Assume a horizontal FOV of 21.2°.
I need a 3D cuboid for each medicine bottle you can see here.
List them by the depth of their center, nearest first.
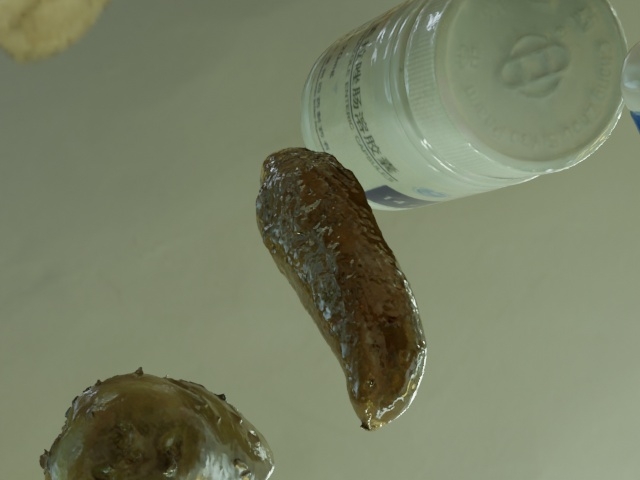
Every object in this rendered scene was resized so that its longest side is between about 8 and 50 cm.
[{"bbox_3d":[0.123,-0.135,1.562,0.190,0.190,0.332,-23,-177,-21],"label":"medicine bottle"}]

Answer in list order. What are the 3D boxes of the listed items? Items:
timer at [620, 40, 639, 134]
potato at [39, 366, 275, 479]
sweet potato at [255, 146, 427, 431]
[{"bbox_3d":[0.317,-0.106,1.109,0.253,0.178,0.078,-41,-156,-26],"label":"timer"},{"bbox_3d":[-0.094,0.139,1.143,0.172,0.100,0.089,-16,-165,-30],"label":"potato"},{"bbox_3d":[0.000,-0.002,1.339,0.092,0.114,0.341,-15,-141,-9],"label":"sweet potato"}]
